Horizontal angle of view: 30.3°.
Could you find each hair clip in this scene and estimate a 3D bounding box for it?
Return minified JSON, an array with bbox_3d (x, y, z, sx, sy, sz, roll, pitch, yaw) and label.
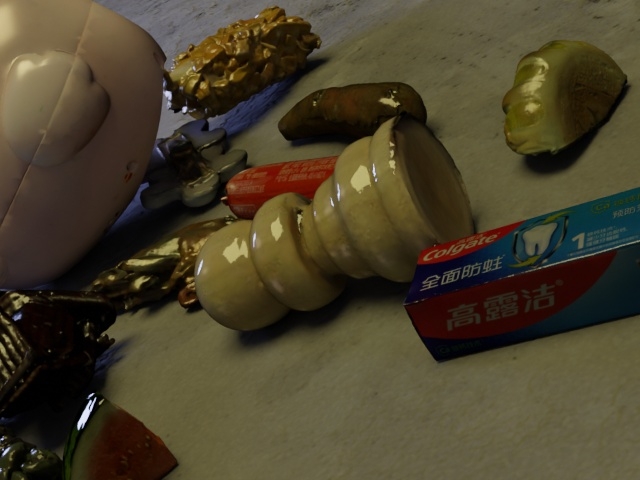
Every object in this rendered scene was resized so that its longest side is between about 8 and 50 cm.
[{"bbox_3d":[-0.180,-0.103,1.535,0.146,0.075,0.257,-32,18,-6],"label":"hair clip"}]

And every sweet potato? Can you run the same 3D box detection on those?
[{"bbox_3d":[0.034,-0.148,1.374,0.075,0.075,0.273,-42,25,-22],"label":"sweet potato"}]

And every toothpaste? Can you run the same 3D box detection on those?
[{"bbox_3d":[0.220,0.011,0.878,0.320,0.066,0.076,-18,28,28],"label":"toothpaste"}]

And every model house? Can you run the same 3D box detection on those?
[{"bbox_3d":[-0.310,0.142,1.176,0.203,0.141,0.164,-42,33,20],"label":"model house"}]

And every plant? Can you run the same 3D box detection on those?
[{"bbox_3d":[-0.269,0.208,1.044,0.174,0.087,0.085,-8,70,57],"label":"plant"}]

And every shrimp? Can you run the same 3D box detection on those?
[{"bbox_3d":[-0.188,0.045,1.269,0.262,0.066,0.117,-28,25,10],"label":"shrimp"}]

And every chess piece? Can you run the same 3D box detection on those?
[{"bbox_3d":[0.000,0.000,1.080,0.261,0.142,0.142,-25,25,27],"label":"chess piece"}]

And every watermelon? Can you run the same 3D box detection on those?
[{"bbox_3d":[-0.166,0.177,1.011,0.094,0.125,0.135,4,12,5],"label":"watermelon"}]

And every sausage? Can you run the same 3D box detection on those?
[{"bbox_3d":[-0.010,-0.051,1.235,0.274,0.074,0.074,-2,38,47],"label":"sausage"}]

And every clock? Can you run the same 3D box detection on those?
[{"bbox_3d":[-0.348,-0.117,1.473,0.376,0.251,0.368,-70,20,-2],"label":"clock"}]

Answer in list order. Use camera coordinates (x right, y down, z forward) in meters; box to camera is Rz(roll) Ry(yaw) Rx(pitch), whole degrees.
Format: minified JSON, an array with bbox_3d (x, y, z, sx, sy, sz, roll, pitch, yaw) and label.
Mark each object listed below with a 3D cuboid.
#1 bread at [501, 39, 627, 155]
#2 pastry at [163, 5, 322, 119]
[{"bbox_3d":[0.222,-0.139,1.126,0.083,0.094,0.157,2,48,43],"label":"bread"},{"bbox_3d":[-0.125,-0.244,1.650,0.250,0.102,0.154,-33,26,-31],"label":"pastry"}]
